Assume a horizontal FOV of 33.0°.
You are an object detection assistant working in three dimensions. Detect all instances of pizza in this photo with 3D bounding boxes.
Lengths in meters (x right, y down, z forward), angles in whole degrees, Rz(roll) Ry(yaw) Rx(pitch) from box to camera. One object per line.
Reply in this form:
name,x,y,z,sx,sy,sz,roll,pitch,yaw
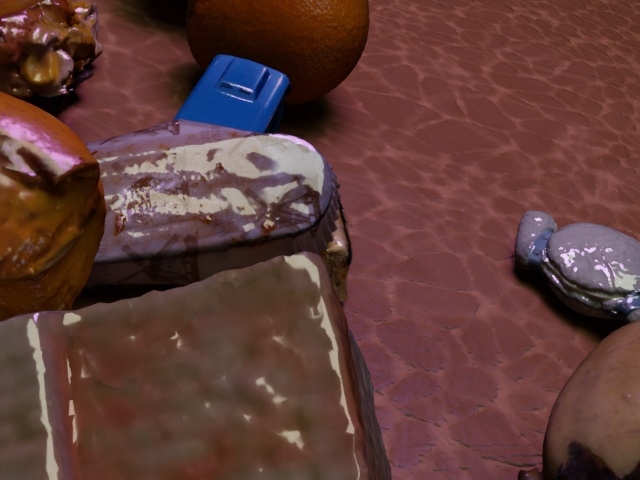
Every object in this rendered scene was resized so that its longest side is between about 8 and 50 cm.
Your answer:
pizza,-0.351,-0.192,1.030,0.278,0.113,0.409,21,25,39

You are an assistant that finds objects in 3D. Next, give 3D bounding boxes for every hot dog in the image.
hot dog,-0.115,-0.031,0.902,0.268,0.075,0.144,-4,70,-4

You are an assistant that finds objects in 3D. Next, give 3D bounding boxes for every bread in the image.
bread,0.000,0.000,0.972,0.053,0.072,0.106,-3,38,-10

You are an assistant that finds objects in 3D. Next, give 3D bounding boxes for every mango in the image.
mango,-0.329,-0.022,0.777,0.350,0.201,0.199,9,12,9

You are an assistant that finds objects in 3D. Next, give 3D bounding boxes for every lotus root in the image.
lotus root,0.255,0.141,0.784,0.183,0.182,0.310,27,35,15

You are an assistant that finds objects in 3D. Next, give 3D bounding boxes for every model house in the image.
model house,-0.096,0.196,0.548,0.312,0.245,0.280,-15,67,0

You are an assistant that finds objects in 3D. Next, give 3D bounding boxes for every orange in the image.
orange,-0.049,-0.243,1.192,0.206,0.206,0.206,11,34,-8

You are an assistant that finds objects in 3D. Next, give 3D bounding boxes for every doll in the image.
doll,0.270,0.031,1.042,0.104,0.071,0.214,-18,43,-42

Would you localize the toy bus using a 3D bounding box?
toy bus,-0.092,-0.103,1.049,0.090,0.106,0.184,17,36,1
